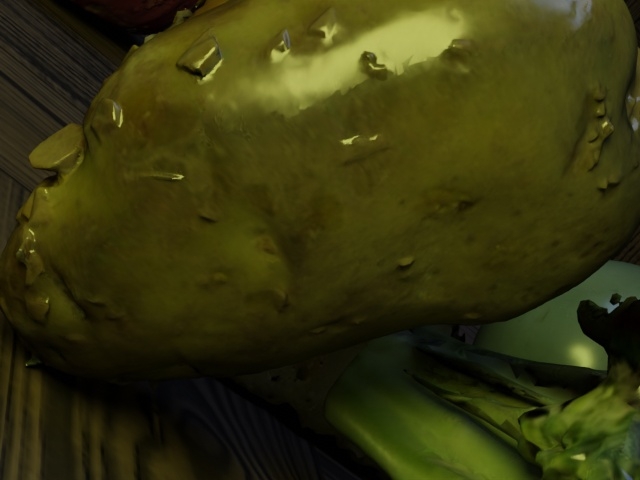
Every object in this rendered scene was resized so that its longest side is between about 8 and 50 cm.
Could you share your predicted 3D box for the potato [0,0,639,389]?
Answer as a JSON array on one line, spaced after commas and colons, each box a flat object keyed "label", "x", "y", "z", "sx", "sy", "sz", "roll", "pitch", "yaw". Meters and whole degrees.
[{"label": "potato", "x": 0.004, "y": -0.029, "z": 0.591, "sx": 0.192, "sy": 0.296, "sz": 0.141, "roll": 72, "pitch": -6, "yaw": -52}]

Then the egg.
[{"label": "egg", "x": 0.218, "y": 0.119, "z": 1.068, "sx": 0.203, "sy": 0.203, "sz": 0.282, "roll": 50, "pitch": 9, "yaw": 36}]

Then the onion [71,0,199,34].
[{"label": "onion", "x": -0.189, "y": -0.378, "z": 1.313, "sx": 0.358, "sy": 0.345, "sz": 0.358, "roll": 16, "pitch": 50, "yaw": -20}]

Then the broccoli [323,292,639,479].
[{"label": "broccoli", "x": 0.118, "y": 0.108, "z": 0.667, "sx": 0.243, "sy": 0.247, "sz": 0.263, "roll": 29, "pitch": 36, "yaw": 34}]

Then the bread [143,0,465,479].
[{"label": "bread", "x": 0.044, "y": -0.052, "z": 0.860, "sx": 0.279, "sy": 0.315, "sz": 0.248, "roll": 49, "pitch": 7, "yaw": -29}]
